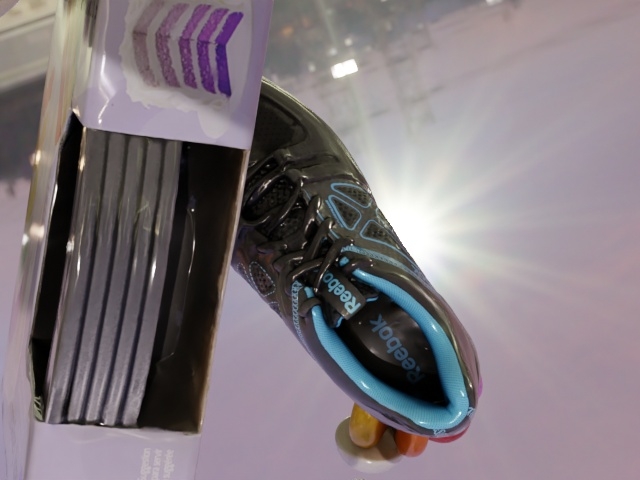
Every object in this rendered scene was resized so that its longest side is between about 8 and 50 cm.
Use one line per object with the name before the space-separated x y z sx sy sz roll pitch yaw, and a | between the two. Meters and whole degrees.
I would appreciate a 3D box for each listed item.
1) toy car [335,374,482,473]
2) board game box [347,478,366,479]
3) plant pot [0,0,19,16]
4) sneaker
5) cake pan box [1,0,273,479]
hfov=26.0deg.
toy car | 0.095 0.146 1.406 0.136 0.159 0.182 12 -145 9
board game box | 0.073 0.249 1.108 0.092 0.181 0.043 -19 -135 57
plant pot | -0.274 -0.225 0.726 0.256 0.256 0.274 -10 154 45
sneaker | 0.000 0.000 0.987 0.125 0.341 0.139 -44 -178 1
cake pan box | -0.088 -0.007 0.597 0.070 0.246 0.267 6 -168 -15
